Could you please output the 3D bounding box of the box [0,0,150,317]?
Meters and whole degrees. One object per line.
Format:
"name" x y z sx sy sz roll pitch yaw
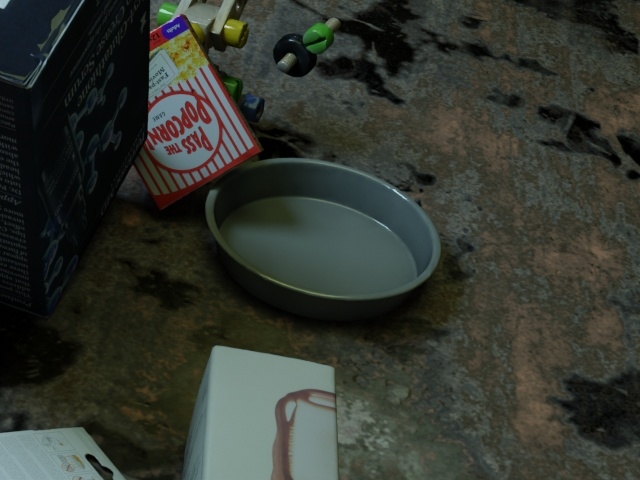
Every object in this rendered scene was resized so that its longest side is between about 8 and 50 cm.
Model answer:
"box" -0.329 -0.162 1.600 0.212 0.395 0.294 19 55 6

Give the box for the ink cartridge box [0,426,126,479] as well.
"ink cartridge box" -0.269 0.240 1.435 0.179 0.045 0.145 4 30 -47

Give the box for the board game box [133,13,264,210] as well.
"board game box" -0.180 -0.157 1.852 0.193 0.146 0.045 59 6 -4

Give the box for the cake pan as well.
"cake pan" 0.000 0.000 1.848 0.293 0.054 0.293 10 34 -7

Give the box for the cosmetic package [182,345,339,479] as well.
"cosmetic package" -0.058 0.251 1.379 0.129 0.153 0.296 10 35 -9

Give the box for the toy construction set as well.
"toy construction set" -0.190 -0.242 1.947 0.309 0.257 0.237 39 45 0
